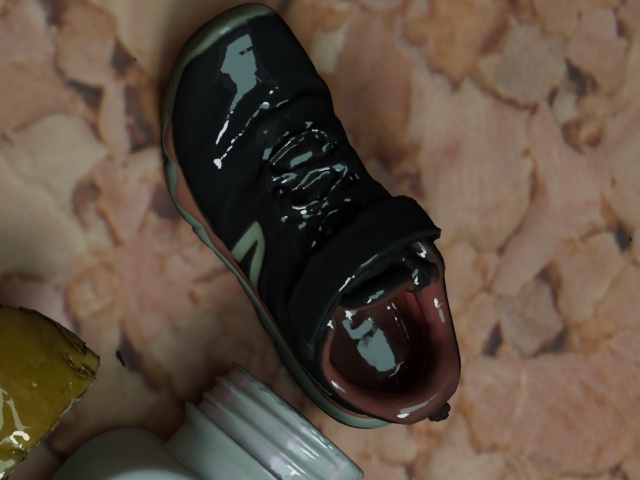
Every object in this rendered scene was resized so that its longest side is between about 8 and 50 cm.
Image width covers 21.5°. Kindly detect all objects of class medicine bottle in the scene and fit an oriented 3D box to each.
[{"bbox_3d":[-0.116,0.229,1.015,0.179,0.124,0.324,42,85,-24],"label":"medicine bottle"}]

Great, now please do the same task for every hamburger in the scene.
[{"bbox_3d":[-0.249,0.124,0.941,0.262,0.124,0.131,-43,111,-10],"label":"hamburger"}]

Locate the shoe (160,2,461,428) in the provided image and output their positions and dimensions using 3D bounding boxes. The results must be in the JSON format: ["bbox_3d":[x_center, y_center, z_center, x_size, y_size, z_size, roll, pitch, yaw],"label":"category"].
[{"bbox_3d":[0.000,0.000,1.008,0.114,0.137,0.291,-32,109,-14],"label":"shoe"}]
